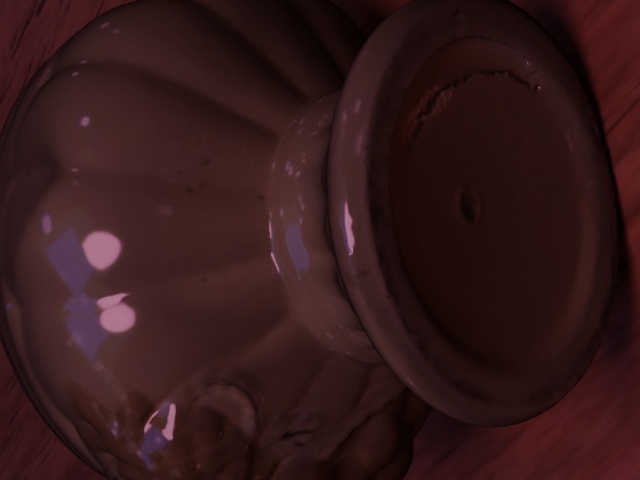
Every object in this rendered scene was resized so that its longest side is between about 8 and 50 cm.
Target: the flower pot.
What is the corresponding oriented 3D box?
[{"bbox_3d":[0.000,0.000,0.908,0.244,0.307,0.307,-10,97,43],"label":"flower pot"}]
